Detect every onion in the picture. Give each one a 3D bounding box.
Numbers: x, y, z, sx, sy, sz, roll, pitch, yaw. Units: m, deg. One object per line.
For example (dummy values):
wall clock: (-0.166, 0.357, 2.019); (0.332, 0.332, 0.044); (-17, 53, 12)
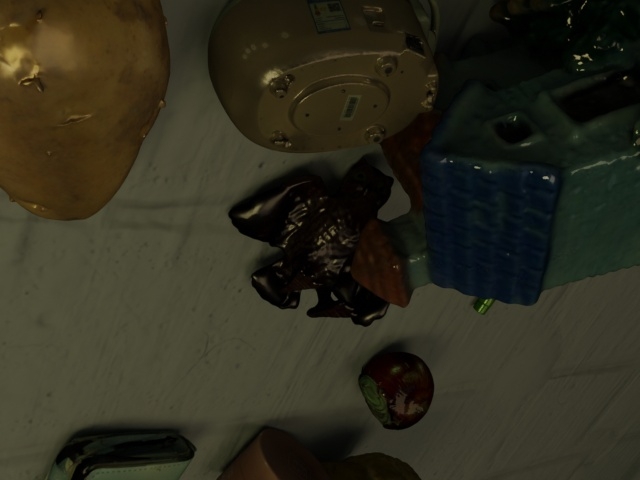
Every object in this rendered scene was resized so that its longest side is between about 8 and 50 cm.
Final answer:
onion: (0.119, 0.221, 1.067); (0.118, 0.118, 0.117); (-24, 134, -20)

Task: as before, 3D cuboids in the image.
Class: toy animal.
toy animal: (0.005, -0.007, 0.805); (0.218, 0.116, 0.180); (38, 70, -23)

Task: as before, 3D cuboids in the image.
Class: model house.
model house: (0.161, -0.090, 0.699); (0.329, 0.295, 0.252); (-19, 140, 0)

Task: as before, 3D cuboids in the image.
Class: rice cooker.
rice cooker: (0.007, -0.152, 0.619); (0.206, 0.127, 0.145); (-6, 144, -10)

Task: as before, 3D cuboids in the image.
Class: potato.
potato: (-0.190, -0.112, 0.506); (0.161, 0.128, 0.235); (10, 125, -36)

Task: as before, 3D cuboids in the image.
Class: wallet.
wallet: (-0.282, 0.346, 0.893); (0.176, 0.075, 0.251); (15, 115, -49)

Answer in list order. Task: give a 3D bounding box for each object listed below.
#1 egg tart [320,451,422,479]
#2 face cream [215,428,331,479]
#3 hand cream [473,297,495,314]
egg tart: (0.017, 0.445, 1.089); (0.128, 0.319, 0.319); (41, 97, -22)
face cream: (-0.064, 0.358, 1.016); (0.104, 0.149, 0.149); (-48, 140, 9)
hand cream: (0.281, 0.062, 1.119); (0.036, 0.023, 0.122); (17, 111, -42)
